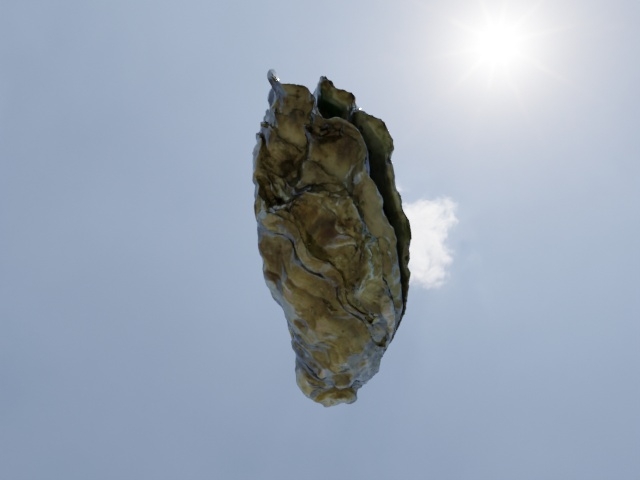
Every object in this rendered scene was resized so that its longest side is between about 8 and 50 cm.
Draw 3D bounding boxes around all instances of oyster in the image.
[{"bbox_3d":[0.000,0.000,0.455,0.112,0.198,0.267,-10,-107,-12],"label":"oyster"}]
